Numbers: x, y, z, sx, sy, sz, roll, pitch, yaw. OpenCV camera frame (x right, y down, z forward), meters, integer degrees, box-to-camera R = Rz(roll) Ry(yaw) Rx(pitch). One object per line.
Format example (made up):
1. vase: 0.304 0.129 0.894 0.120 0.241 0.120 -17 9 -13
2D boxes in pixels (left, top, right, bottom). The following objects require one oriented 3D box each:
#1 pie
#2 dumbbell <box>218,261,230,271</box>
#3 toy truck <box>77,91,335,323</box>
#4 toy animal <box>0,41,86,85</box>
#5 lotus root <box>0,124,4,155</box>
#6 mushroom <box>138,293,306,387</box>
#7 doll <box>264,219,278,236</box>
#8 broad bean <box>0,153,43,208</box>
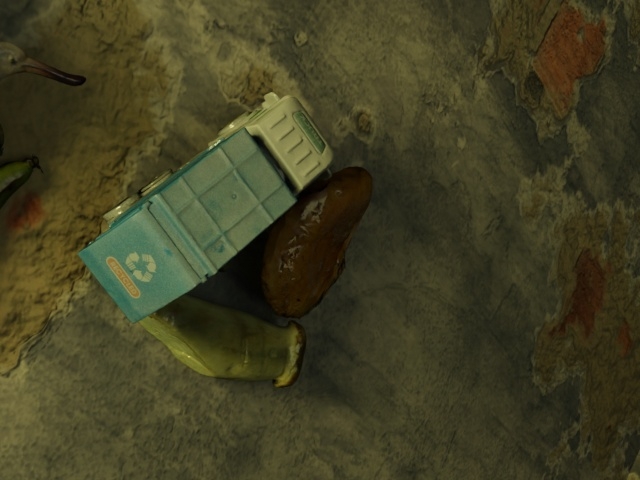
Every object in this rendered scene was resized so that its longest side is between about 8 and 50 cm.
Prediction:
1. pie: 0.000 0.001 1.520 0.273 0.069 0.273 -48 156 -29
2. dumbbell: -0.128 -0.013 1.444 0.052 0.046 0.118 46 67 -38
3. toy truck: -0.137 -0.047 1.304 0.367 0.175 0.146 -44 105 -33
4. toy animal: -0.425 -0.115 1.042 0.324 0.090 0.195 -50 124 -6
5. lotus root: -0.387 -0.124 1.127 0.054 0.049 0.099 -54 138 -25
6. mushroom: -0.148 0.141 1.438 0.333 0.087 0.107 19 82 -45
7. doll: -0.048 -0.020 1.525 0.093 0.051 0.062 -8 101 -47
8. broad bean: -0.393 -0.011 1.160 0.227 0.039 0.069 -60 142 -18
